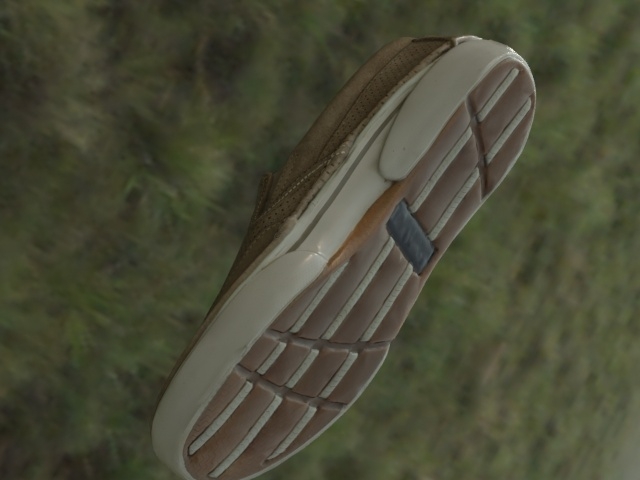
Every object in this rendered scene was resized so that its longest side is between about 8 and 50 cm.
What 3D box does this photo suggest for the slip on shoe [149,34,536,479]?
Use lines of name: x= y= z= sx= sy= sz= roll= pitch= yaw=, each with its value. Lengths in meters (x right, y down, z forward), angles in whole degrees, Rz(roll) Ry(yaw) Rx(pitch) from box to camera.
slip on shoe: x=0.000 y=0.000 z=0.376 sx=0.135 sy=0.041 sz=0.051 roll=-53 pitch=143 yaw=-16
